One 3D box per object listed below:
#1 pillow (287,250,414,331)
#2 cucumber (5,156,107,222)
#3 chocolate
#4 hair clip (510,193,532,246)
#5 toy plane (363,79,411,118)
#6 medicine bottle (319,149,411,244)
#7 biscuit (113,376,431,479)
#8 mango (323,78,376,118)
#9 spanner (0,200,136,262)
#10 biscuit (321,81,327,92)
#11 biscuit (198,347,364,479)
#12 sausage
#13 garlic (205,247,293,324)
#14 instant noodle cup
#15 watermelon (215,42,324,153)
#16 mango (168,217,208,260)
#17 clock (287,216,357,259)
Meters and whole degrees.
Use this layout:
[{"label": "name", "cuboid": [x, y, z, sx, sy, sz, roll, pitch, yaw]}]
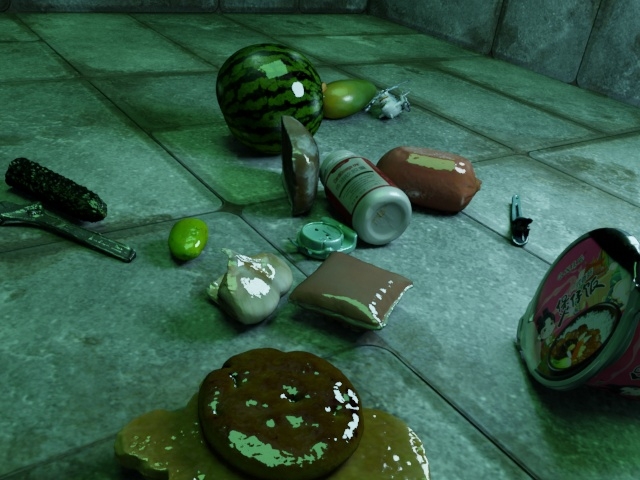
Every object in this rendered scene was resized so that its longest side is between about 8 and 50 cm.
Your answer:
[{"label": "pillow", "cuboid": [0.055, 0.089, 1.061, 0.171, 0.075, 0.179, 19, 31, 19]}, {"label": "cucumber", "cuboid": [-0.523, -0.094, 1.252, 0.300, 0.072, 0.072, 24, 33, 26]}, {"label": "chocolate", "cuboid": [-0.040, -0.176, 1.420, 0.080, 0.157, 0.254, -2, 31, -9]}, {"label": "hair clip", "cuboid": [0.459, -0.057, 1.455, 0.039, 0.070, 0.229, 8, 22, 8]}, {"label": "toy plane", "cuboid": [0.243, -0.449, 2.088, 0.182, 0.107, 0.273, -31, -2, 9]}, {"label": "medicine bottle", "cuboid": [0.089, -0.101, 1.350, 0.131, 0.131, 0.250, -5, 32, -22]}, {"label": "biscuit", "cuboid": [-0.055, 0.266, 0.743, 0.376, 0.051, 0.269, 8, 28, -1]}, {"label": "mango", "cuboid": [0.083, -0.465, 1.999, 0.156, 0.114, 0.251, -1, 27, 37]}, {"label": "spanner", "cuboid": [-0.485, -0.021, 1.175, 0.325, 0.026, 0.093, 19, 32, 17]}, {"label": "biscuit", "cuboid": [-0.069, -0.444, 1.950, 0.165, 0.036, 0.250, -38, 24, -10]}, {"label": "biscuit", "cuboid": [-0.048, 0.205, 0.767, 0.212, 0.036, 0.212, 6, 30, -3]}, {"label": "sausage", "cuboid": [0.251, -0.146, 1.472, 0.254, 0.148, 0.148, 14, 30, 6]}, {"label": "garlic", "cuboid": [-0.112, 0.070, 1.041, 0.124, 0.099, 0.174, 33, 35, 13]}, {"label": "instant noodle cup", "cuboid": [0.458, 0.130, 0.941, 0.182, 0.258, 0.302, 23, -15, -8]}, {"label": "watermelon", "cuboid": [-0.128, -0.363, 1.620, 0.285, 0.285, 0.285, 6, 29, -3]}, {"label": "mango", "cuboid": [-0.247, -0.001, 1.165, 0.073, 0.056, 0.108, -2, 33, -7]}, {"label": "clock", "cuboid": [0.000, 0.000, 1.240, 0.101, 0.041, 0.135, 30, 36, 34]}]
